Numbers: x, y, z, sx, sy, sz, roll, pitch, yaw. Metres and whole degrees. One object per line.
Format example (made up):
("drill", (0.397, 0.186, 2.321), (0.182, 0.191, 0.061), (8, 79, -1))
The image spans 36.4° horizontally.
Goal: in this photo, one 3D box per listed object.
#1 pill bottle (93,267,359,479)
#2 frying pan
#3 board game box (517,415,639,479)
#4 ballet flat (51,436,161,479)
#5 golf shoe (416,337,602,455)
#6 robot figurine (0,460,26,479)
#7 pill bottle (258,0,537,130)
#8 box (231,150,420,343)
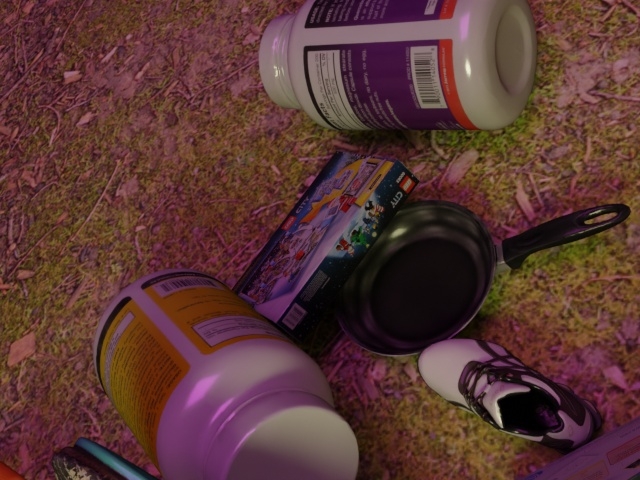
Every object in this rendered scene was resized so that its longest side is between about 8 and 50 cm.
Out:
("pill bottle", (-0.103, 0.165, 1.008), (0.188, 0.188, 0.334), (-49, 33, -5))
("frying pan", (0.159, 0.008, 1.082), (0.326, 0.053, 0.197), (-34, 47, 8))
("board game box", (0.255, 0.206, 0.732), (0.242, 0.316, 0.064), (-32, 87, 12))
("ballet flat", (-0.016, 0.326, 0.767), (0.482, 0.164, 0.182), (24, 73, -5))
("golf shoe", (0.171, 0.141, 0.943), (0.198, 0.094, 0.077), (19, 88, 34))
("robot figurine", (-0.356, 0.350, 1.131), (0.219, 0.158, 0.128), (-1, 43, 32))
("pill bottle", (0.088, -0.226, 1.197), (0.322, 0.181, 0.182), (5, 63, 35))
("box", (0.000, 0.000, 1.157), (0.233, 0.044, 0.159), (-53, 25, -8))
